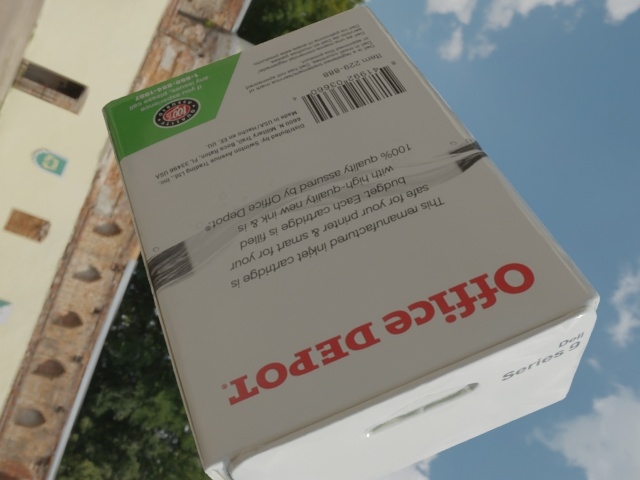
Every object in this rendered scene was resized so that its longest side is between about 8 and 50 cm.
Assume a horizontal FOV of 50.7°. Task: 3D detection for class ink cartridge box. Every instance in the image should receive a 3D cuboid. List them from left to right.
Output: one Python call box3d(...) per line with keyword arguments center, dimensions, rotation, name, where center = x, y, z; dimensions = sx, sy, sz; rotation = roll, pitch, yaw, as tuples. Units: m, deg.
box3d(center=(0.000, 0.000, 0.441), dimensions=(0.121, 0.211, 0.289), rotation=(75, -9, -52), name="ink cartridge box")
